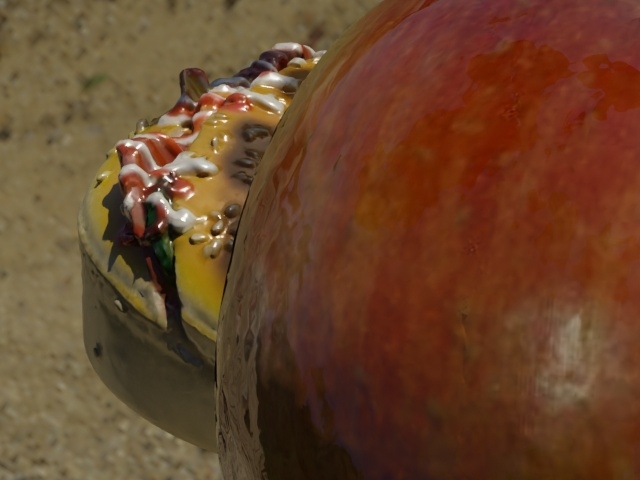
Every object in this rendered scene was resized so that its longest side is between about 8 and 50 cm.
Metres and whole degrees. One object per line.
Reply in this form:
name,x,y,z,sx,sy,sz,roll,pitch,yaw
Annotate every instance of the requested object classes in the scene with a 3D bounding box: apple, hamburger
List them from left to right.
hamburger,0.000,0.000,1.058,0.227,0.295,0.151,29,117,13
apple,0.098,0.053,0.647,0.301,0.301,0.301,-23,48,28
